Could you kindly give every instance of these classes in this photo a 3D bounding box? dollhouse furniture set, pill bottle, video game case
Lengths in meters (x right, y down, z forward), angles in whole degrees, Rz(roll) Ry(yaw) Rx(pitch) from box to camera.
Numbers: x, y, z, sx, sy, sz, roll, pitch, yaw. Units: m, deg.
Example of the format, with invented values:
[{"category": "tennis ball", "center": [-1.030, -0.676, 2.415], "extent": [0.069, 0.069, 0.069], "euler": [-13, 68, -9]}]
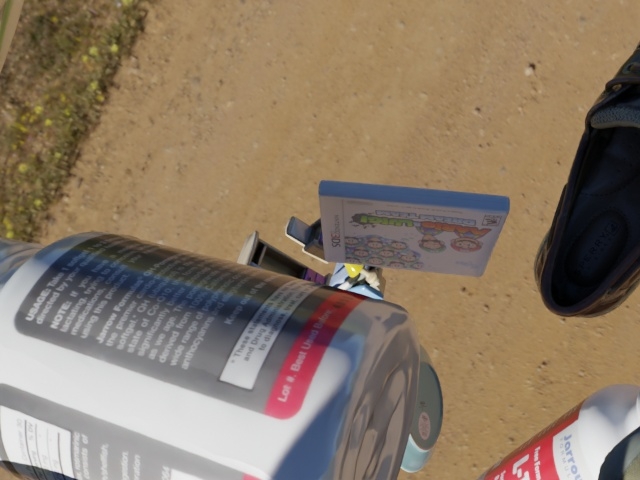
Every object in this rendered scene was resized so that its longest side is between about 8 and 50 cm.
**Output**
[{"category": "dollhouse furniture set", "center": [0.000, 0.000, 1.432], "extent": [0.303, 0.198, 0.286], "euler": [-36, 29, 48]}, {"category": "pill bottle", "center": [0.405, 0.348, 1.020], "extent": [0.408, 0.229, 0.229], "euler": [-56, 48, 40]}, {"category": "pill bottle", "center": [-0.109, 0.092, 0.480], "extent": [0.318, 0.176, 0.176], "euler": [13, 84, 21]}, {"category": "video game case", "center": [0.079, -0.007, 0.655], "extent": [0.157, 0.143, 0.019], "euler": [5, 65, 5]}]

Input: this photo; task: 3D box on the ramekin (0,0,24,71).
[{"category": "ramekin", "center": [-0.424, -0.217, 0.766], "extent": [0.303, 0.148, 0.303], "euler": [-52, 27, 40]}]

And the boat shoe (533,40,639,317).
[{"category": "boat shoe", "center": [0.274, -0.085, 0.584], "extent": [0.123, 0.123, 0.342], "euler": [34, 104, 22]}]

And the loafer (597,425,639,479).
[{"category": "loafer", "center": [0.319, 0.134, 0.517], "extent": [0.251, 0.094, 0.087], "euler": [-38, 26, -7]}]

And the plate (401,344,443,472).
[{"category": "plate", "center": [0.141, 0.236, 1.044], "extent": [0.024, 0.188, 0.188], "euler": [-9, 71, 32]}]
